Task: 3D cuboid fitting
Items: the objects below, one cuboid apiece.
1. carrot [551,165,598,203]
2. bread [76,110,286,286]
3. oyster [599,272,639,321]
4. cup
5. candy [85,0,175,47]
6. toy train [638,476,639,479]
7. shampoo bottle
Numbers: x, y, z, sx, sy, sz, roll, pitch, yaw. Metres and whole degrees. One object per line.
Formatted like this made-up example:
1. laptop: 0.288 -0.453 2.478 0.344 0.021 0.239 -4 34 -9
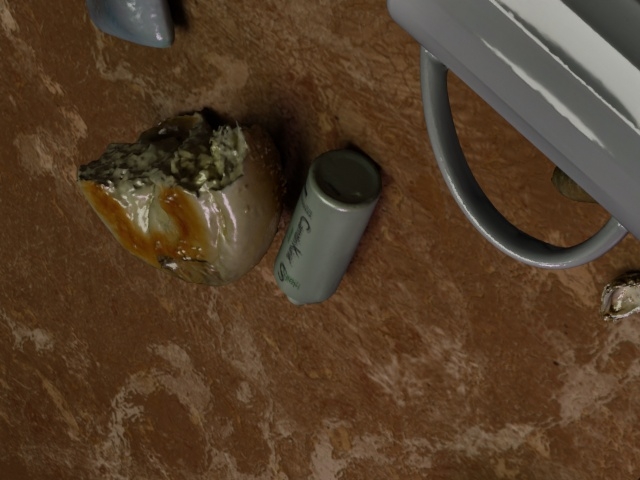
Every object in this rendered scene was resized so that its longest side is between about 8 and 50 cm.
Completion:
1. carrot: 0.329 -0.051 1.560 0.342 0.070 0.070 4 124 50
2. bread: -0.137 -0.045 2.039 0.314 0.171 0.192 -5 120 54
3. oyster: 0.310 0.056 1.718 0.093 0.034 0.051 -17 124 44
4. cup: 0.203 -0.157 1.407 0.327 0.237 0.323 43 108 10
5. candy: -0.236 -0.312 1.991 0.138 0.071 0.174 22 138 39
6. toy train: 0.366 0.176 1.674 0.083 0.132 0.200 17 136 40
7. shampoo bottle: 0.000 0.000 1.994 0.085 0.085 0.262 43 147 14
